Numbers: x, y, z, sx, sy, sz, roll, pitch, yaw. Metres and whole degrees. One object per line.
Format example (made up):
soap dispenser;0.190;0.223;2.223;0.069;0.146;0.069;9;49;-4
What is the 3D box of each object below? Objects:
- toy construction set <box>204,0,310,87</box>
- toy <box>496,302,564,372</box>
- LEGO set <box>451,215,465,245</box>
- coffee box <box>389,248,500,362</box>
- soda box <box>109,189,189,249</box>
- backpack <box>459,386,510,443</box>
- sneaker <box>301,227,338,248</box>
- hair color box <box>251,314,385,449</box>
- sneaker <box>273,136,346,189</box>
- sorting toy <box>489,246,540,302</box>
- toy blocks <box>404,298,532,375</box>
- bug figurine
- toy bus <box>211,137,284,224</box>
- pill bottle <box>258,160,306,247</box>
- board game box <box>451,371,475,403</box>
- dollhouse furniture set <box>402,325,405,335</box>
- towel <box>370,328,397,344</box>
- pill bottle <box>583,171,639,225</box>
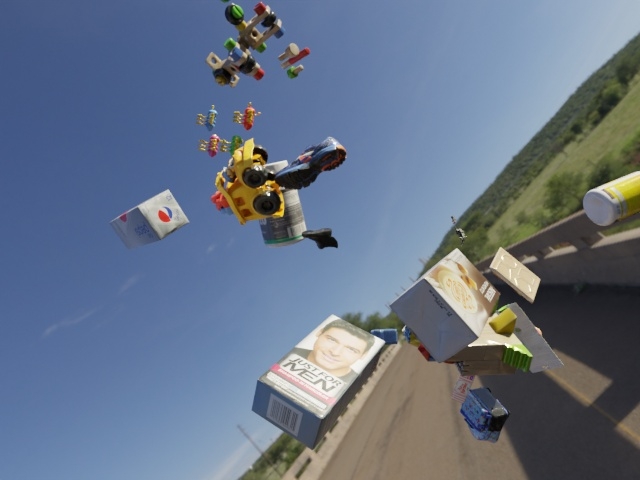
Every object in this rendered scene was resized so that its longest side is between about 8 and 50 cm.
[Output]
toy construction set;-0.225;-0.606;1.465;0.309;0.257;0.237;5;-9;-41
toy;0.679;0.311;1.466;0.056;0.237;0.137;-32;-10;-29
LEGO set;0.364;-0.027;1.168;0.024;0.083;0.054;-18;-7;16
coffee box;0.257;0.120;0.896;0.098;0.141;0.247;-46;-13;30
soda box;-0.456;-0.048;1.172;0.091;0.098;0.286;-40;19;-34
backpack;0.590;0.650;1.639;0.117;0.158;0.173;0;-67;-17
sneaker;-0.002;-0.001;1.830;0.170;0.051;0.089;-10;-69;-34
hair color box;0.008;0.355;1.197;0.374;0.186;0.113;-29;-42;-56
sneaker;-0.033;-0.218;1.269;0.221;0.087;0.083;-25;-40;10
sorting toy;0.729;0.130;1.683;0.208;0.193;0.038;-36;-15;-53
toy blocks;0.359;0.245;1.249;0.381;0.261;0.190;-105;17;-66
bug figurine;-0.363;-0.423;1.727;0.072;0.279;0.216;24;-105;-59
toy bus;-0.231;-0.157;1.303;0.212;0.149;0.220;-16;-50;10
pill bottle;-0.192;-0.164;2.006;0.205;0.360;0.204;-12;11;2
board game box;0.502;0.430;1.518;0.193;0.045;0.146;-49;-28;-50
dollhouse furniture set;0.387;0.362;1.787;0.081;0.114;0.091;-47;-23;-32
towel;0.279;0.421;1.951;0.120;0.067;0.029;-8;-18;23
pill bottle;0.916;-0.132;1.336;0.215;0.117;0.117;-22;-19;-5
